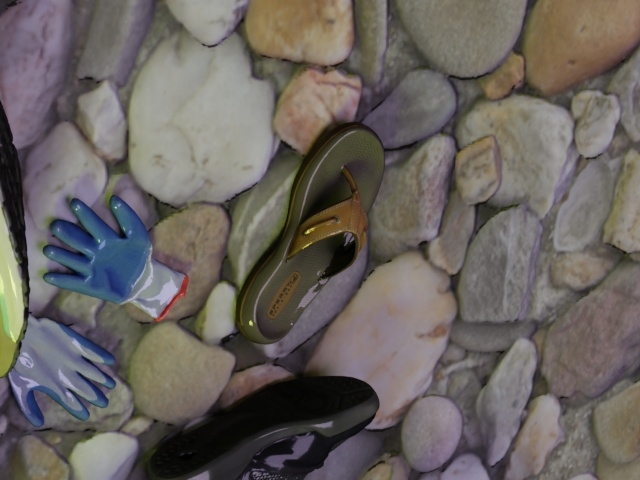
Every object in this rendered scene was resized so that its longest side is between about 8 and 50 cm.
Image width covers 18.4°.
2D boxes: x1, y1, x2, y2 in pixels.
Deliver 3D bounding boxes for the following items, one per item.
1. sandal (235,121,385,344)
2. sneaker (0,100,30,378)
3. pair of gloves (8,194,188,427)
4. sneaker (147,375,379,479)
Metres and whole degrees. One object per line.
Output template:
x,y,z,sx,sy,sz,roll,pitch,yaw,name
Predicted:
0.000,0.000,1.777,0.090,0.060,0.219,35,85,-42,sandal
-0.327,-0.065,1.472,0.182,0.158,0.410,-12,122,0,sneaker
-0.202,0.063,1.668,0.159,0.023,0.198,40,81,-41,pair of gloves
-0.043,0.212,1.816,0.227,0.087,0.130,-27,125,-24,sneaker
